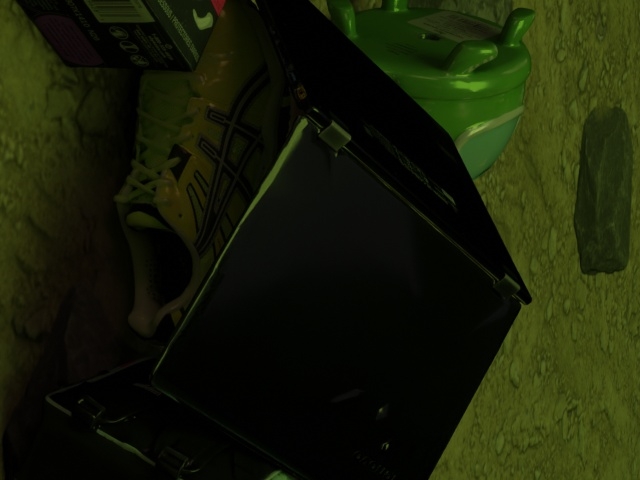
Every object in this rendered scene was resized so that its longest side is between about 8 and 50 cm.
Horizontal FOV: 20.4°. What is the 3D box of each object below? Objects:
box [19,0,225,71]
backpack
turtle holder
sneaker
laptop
[{"bbox_3d":[-0.158,-0.306,1.618,0.165,0.143,0.270,56,46,-50],"label":"box"},{"bbox_3d":[-0.134,0.215,1.663,0.253,0.225,0.191,-28,140,-59],"label":"backpack"},{"bbox_3d":[0.109,-0.147,2.033,0.320,0.243,0.227,-71,170,-63],"label":"turtle holder"},{"bbox_3d":[-0.122,-0.077,1.725,0.147,0.145,0.384,-17,105,-55],"label":"sneaker"},{"bbox_3d":[0.000,0.000,1.707,0.382,0.236,0.408,39,21,-43],"label":"laptop"}]
